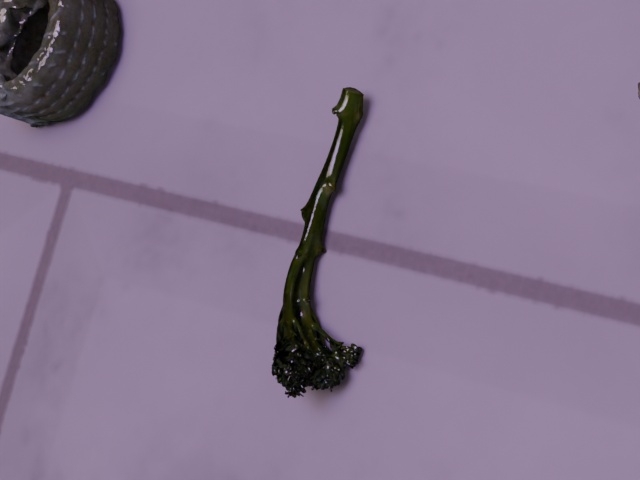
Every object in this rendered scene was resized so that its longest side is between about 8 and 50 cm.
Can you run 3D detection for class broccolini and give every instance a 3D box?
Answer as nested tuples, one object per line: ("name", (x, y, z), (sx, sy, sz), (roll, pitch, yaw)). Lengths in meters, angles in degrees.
("broccolini", (-0.005, 0.002, 1.059), (0.052, 0.054, 0.194), (-13, 67, 52))

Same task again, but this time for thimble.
("thimble", (-0.189, -0.132, 1.208), (0.084, 0.062, 0.110), (34, 97, 39))

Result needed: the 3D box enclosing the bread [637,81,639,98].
("bread", (0.241, -0.028, 0.856), (0.178, 0.142, 0.266), (-8, 74, 17))
